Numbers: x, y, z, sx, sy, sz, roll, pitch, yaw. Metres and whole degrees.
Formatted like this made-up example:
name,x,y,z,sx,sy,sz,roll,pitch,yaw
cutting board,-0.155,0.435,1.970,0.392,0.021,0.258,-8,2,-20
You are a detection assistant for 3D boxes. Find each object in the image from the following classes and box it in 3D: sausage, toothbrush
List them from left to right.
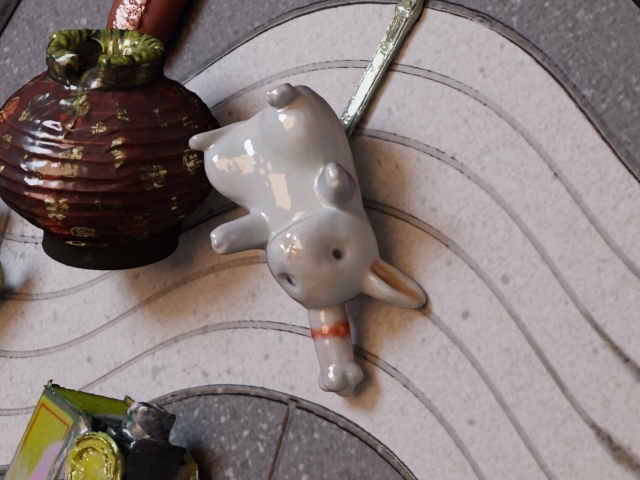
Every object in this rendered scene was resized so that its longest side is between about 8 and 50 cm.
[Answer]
name,x,y,z,sx,sy,sz,roll,pitch,yaw
sausage,-0.182,-0.257,1.754,0.076,0.076,0.141,33,98,41
toothbrush,0.068,-0.193,1.558,0.026,0.028,0.294,35,106,40

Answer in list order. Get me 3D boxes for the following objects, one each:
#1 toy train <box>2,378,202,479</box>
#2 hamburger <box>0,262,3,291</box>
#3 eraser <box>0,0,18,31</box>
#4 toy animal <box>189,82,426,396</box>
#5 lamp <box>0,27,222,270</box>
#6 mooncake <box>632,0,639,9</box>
name,x,y,z,sx,sy,sz,roll,pitch,yaw
toy train,-0.232,0.263,1.605,0.177,0.134,0.261,30,97,42
hamburger,-0.486,0.037,1.865,0.288,0.192,0.167,-26,65,3
eraser,-0.426,-0.279,1.976,0.352,0.061,0.089,-56,49,13
toy animal,-0.010,-0.009,1.485,0.140,0.138,0.282,-29,65,24
lamp,-0.213,-0.095,1.628,0.247,0.247,0.247,-13,70,37
mooncake,0.338,-0.171,1.154,0.161,0.290,0.290,-48,52,13
